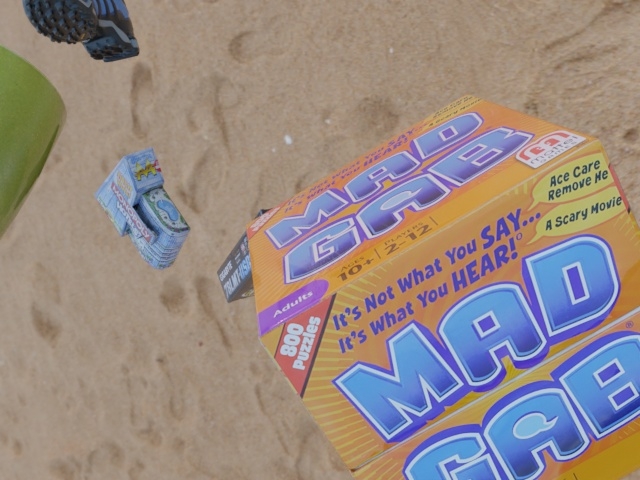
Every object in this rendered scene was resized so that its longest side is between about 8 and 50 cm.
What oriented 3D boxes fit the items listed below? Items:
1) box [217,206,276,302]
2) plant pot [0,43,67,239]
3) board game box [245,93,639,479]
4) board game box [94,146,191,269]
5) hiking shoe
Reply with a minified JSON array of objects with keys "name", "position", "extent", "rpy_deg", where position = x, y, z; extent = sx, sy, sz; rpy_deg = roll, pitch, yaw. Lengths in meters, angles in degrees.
[{"name":"box","position":[0.000,0.000,1.178],"extent":[0.073,0.294,0.295],"rpy_deg":[70,154,14]},{"name":"plant pot","position":[-0.487,-0.068,0.857],"extent":[0.275,0.275,0.293],"rpy_deg":[-17,56,42]},{"name":"board game box","position":[0.157,0.086,0.846],"extent":[0.356,0.356,0.356],"rpy_deg":[-31,110,3]},{"name":"board game box","position":[-0.313,-0.064,1.239],"extent":[0.194,0.060,0.194],"rpy_deg":[54,145,12]},{"name":"hiking shoe","position":[-0.442,-0.427,1.280],"extent":[0.113,0.304,0.132],"rpy_deg":[-12,83,10]}]
